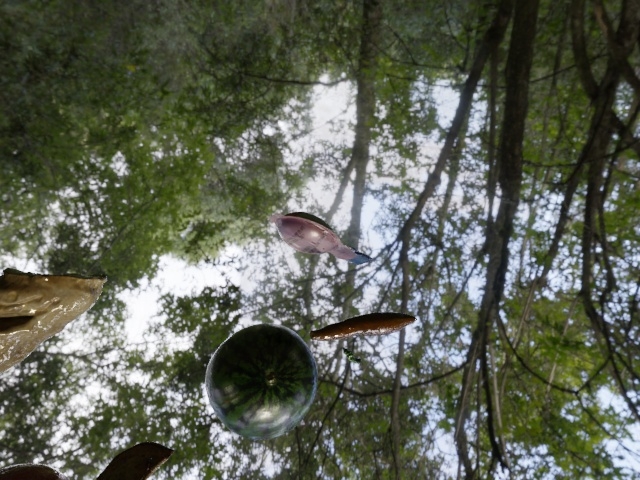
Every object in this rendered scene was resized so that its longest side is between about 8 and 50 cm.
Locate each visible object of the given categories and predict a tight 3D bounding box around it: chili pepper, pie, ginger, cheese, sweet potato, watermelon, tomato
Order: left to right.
[{"bbox_3d":[-0.504,0.124,0.677,0.354,0.189,0.126,-26,-178,-5],"label":"ginger"},{"bbox_3d":[-0.596,0.500,0.826,0.139,0.233,0.200,51,-152,16],"label":"tomato"},{"bbox_3d":[-0.359,0.432,0.792,0.088,0.033,0.191,14,-150,18],"label":"pie"},{"bbox_3d":[-0.148,0.353,1.125,0.286,0.285,0.285,2,-152,-1],"label":"watermelon"},{"bbox_3d":[0.000,0.000,1.149,0.286,0.074,0.189,26,160,-16],"label":"cheese"},{"bbox_3d":[0.091,0.341,1.296,0.022,0.083,0.027,8,-120,55],"label":"chili pepper"},{"bbox_3d":[0.105,0.196,1.025,0.265,0.057,0.057,-3,-151,-17],"label":"sweet potato"}]
